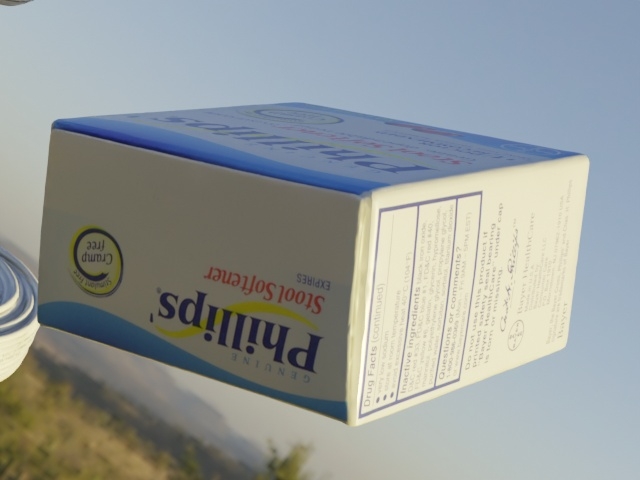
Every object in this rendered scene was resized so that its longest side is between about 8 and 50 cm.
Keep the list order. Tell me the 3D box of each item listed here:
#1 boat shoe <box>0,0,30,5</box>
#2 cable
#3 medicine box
[{"bbox_3d":[-0.364,-0.281,1.524,0.229,0.080,0.076,18,-15,-30],"label":"boat shoe"},{"bbox_3d":[-0.427,0.062,1.703,0.257,0.089,0.257,16,24,-18],"label":"cable"},{"bbox_3d":[0.000,0.000,1.096,0.264,0.149,0.289,14,14,33],"label":"medicine box"}]
